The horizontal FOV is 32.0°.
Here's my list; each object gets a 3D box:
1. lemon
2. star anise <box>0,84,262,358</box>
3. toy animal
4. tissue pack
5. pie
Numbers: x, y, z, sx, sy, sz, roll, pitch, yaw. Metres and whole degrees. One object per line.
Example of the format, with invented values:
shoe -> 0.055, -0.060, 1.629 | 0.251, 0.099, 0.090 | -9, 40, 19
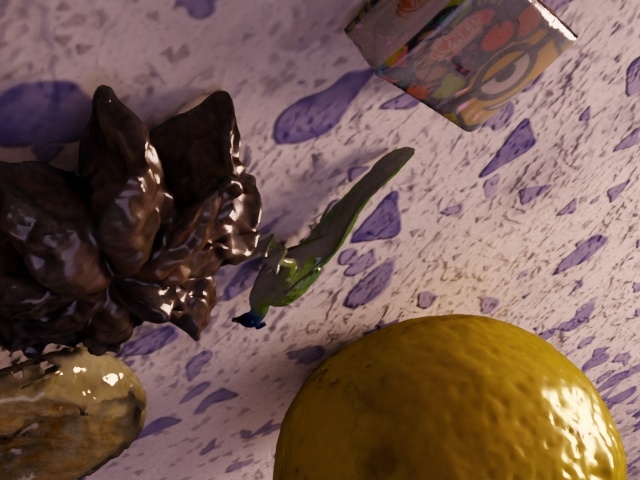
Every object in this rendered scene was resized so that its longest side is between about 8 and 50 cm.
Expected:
lemon -> 0.137, 0.246, 1.115 | 0.387, 0.350, 0.350 | -2, 140, -29
star anise -> -0.130, 0.008, 0.733 | 0.236, 0.109, 0.223 | -3, 138, -45
toy animal -> -0.011, -0.001, 0.906 | 0.075, 0.041, 0.217 | 8, 128, -52
tissue pack -> 0.100, -0.142, 0.771 | 0.108, 0.060, 0.148 | -43, 151, 16
pie -> -0.261, 0.159, 0.856 | 0.274, 0.055, 0.274 | -19, 158, -8
